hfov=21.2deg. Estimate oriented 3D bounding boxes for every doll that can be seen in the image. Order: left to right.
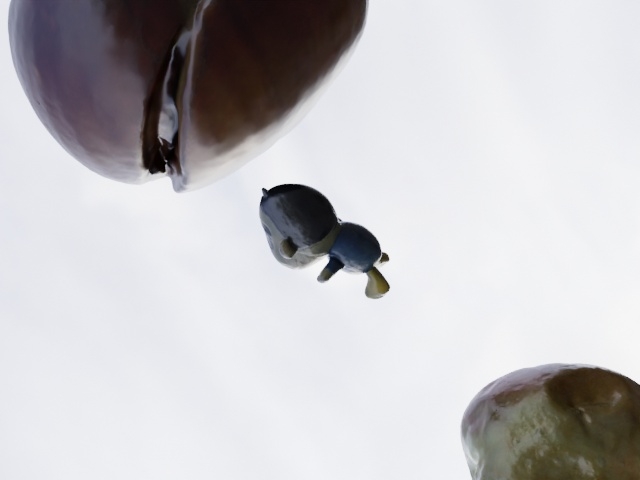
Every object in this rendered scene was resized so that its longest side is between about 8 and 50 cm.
[{"bbox_3d":[0.000,0.000,1.784,0.179,0.089,0.102,41,-149,-29],"label":"doll"}]

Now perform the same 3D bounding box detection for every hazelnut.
[{"bbox_3d":[-0.131,-0.240,1.859,0.409,0.359,0.359,-50,-62,-15],"label":"hazelnut"}]

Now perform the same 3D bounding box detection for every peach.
[{"bbox_3d":[0.265,0.228,1.750,0.214,0.235,0.214,-10,-90,-79],"label":"peach"}]
